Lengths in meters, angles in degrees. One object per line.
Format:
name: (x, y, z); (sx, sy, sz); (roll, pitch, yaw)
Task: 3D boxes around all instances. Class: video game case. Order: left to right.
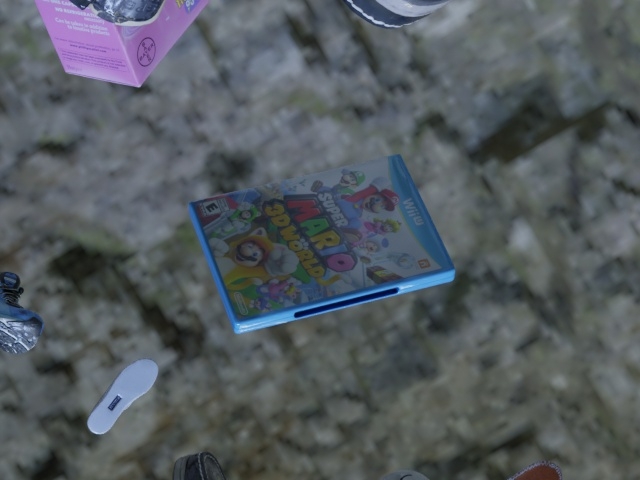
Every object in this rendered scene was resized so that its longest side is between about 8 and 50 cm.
video game case: (0.000, 0.000, 1.364); (0.015, 0.166, 0.119); (94, 159, -50)

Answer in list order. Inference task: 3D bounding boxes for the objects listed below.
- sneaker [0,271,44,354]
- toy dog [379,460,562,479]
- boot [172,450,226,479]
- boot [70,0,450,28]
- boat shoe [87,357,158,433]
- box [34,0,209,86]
sneaker: (-0.321, 0.060, 1.852); (0.162, 0.073, 0.063); (17, 155, 48)
toy dog: (0.212, 0.323, 1.755); (0.334, 0.161, 0.220); (19, -126, -28)
boot: (-0.021, 0.255, 1.594); (0.085, 0.178, 0.236); (45, -160, -52)
boot: (-0.073, -0.250, 1.321); (0.138, 0.284, 0.377); (-20, -109, -45)
boat shoe: (-0.213, 0.164, 2.003); (0.035, 0.100, 0.035); (40, 174, -12)
box: (-0.235, -0.344, 2.186); (0.117, 0.213, 0.243); (13, 141, 30)
